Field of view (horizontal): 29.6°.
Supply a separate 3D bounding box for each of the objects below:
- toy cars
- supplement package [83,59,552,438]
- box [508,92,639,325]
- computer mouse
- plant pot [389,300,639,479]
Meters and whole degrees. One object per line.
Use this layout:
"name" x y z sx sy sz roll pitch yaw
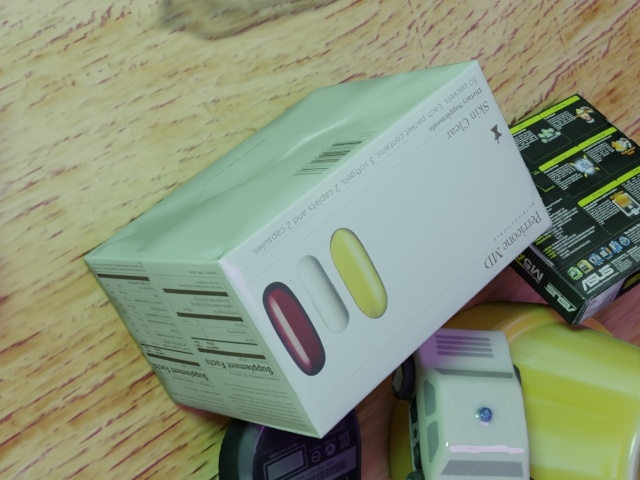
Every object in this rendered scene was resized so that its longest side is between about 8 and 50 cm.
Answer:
"toy cars" 0.054 0.205 0.864 0.176 0.087 0.394 39 59 7
"supplement package" 0.000 0.000 0.905 0.262 0.204 0.145 -40 112 -28
"box" 0.230 -0.035 1.097 0.190 0.184 0.045 -29 150 -32
"computer mouse" -0.032 0.227 0.973 0.188 0.072 0.272 -15 111 -36
"plant pot" 0.229 0.184 1.046 0.254 0.239 0.254 -1 92 -35
